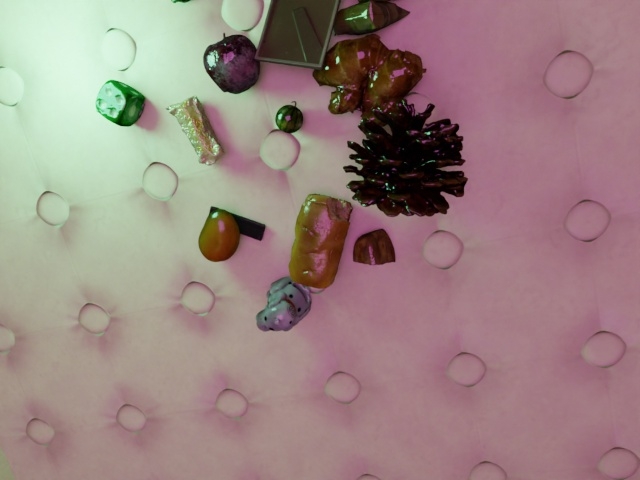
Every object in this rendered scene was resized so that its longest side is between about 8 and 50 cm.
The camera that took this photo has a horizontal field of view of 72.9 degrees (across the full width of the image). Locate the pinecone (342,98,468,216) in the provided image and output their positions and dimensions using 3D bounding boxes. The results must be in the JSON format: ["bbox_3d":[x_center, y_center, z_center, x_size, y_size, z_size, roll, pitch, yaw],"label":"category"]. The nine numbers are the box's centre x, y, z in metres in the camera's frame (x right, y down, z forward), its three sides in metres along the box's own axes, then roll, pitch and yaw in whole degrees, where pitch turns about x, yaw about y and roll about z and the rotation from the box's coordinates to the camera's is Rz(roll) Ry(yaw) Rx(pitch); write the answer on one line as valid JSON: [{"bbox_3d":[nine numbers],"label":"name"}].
[{"bbox_3d":[0.260,-0.255,1.366,0.398,0.397,0.397,2,104,8],"label":"pinecone"}]

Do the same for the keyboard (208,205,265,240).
[{"bbox_3d":[-0.327,-0.067,1.690,0.231,0.023,0.072,19,112,4],"label":"keyboard"}]

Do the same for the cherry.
[{"bbox_3d":[-0.294,-0.600,1.480,0.195,0.195,0.195,2,104,8],"label":"cherry"}]

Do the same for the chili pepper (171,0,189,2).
[{"bbox_3d":[-0.406,-0.896,1.481,0.257,0.074,0.100,-24,102,18],"label":"chili pepper"}]

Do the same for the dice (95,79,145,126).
[{"bbox_3d":[-0.732,-0.502,1.587,0.120,0.131,0.128,35,107,-1],"label":"dice"}]

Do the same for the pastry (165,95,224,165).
[{"bbox_3d":[-0.443,-0.402,1.591,0.122,0.089,0.258,-28,99,18],"label":"pastry"}]

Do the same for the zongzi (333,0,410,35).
[{"bbox_3d":[0.160,-0.742,1.445,0.205,0.204,0.094,15,125,45],"label":"zongzi"}]

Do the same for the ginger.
[{"bbox_3d":[0.147,-0.537,1.449,0.358,0.152,0.274,23,125,3],"label":"ginger"}]

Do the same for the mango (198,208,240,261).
[{"bbox_3d":[-0.380,-0.014,1.648,0.152,0.120,0.221,30,120,-3],"label":"mango"}]

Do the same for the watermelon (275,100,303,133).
[{"bbox_3d":[-0.107,-0.433,1.533,0.109,0.109,0.108,2,104,8],"label":"watermelon"}]

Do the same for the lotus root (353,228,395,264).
[{"bbox_3d":[0.194,0.034,1.604,0.160,0.095,0.135,-11,98,5],"label":"lotus root"}]

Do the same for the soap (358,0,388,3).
[{"bbox_3d":[0.201,-0.825,1.285,0.260,0.281,0.142,-8,99,19],"label":"soap"}]

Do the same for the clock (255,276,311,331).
[{"bbox_3d":[-0.142,0.262,1.626,0.189,0.254,0.188,3,107,11],"label":"clock"}]

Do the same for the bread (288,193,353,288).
[{"bbox_3d":[-0.004,0.001,1.592,0.195,0.149,0.343,12,105,4],"label":"bread"}]

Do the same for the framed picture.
[{"bbox_3d":[-0.067,-0.724,1.422,0.241,0.020,0.324,12,84,12],"label":"framed picture"}]
